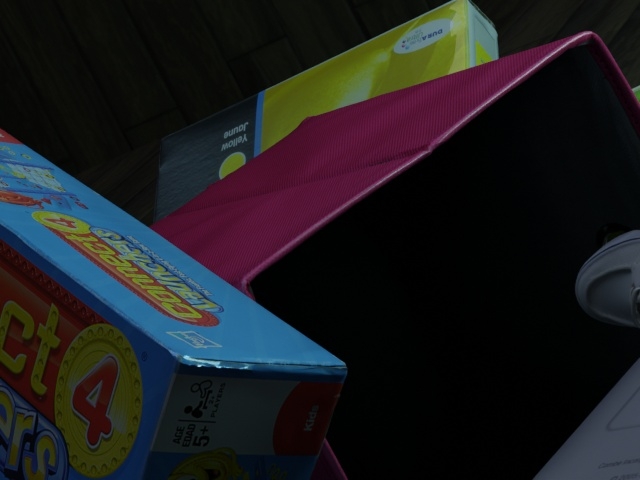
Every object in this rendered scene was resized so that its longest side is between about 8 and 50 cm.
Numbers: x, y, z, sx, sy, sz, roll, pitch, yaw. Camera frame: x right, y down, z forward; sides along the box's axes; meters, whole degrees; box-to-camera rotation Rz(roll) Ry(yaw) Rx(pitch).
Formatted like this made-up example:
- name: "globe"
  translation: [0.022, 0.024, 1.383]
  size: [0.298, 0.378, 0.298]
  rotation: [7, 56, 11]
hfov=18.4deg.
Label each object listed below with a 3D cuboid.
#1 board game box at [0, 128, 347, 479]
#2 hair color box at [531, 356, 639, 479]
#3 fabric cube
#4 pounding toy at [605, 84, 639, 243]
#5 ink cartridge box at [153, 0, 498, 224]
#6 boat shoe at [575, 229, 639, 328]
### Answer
- name: "board game box"
  translation: [-0.152, 0.129, 0.883]
  size: [0.086, 0.302, 0.308]
  rotation: [6, 17, -41]
- name: "hair color box"
  translation: [0.229, 0.035, 0.696]
  size: [0.174, 0.105, 0.347]
  rotation: [-15, 20, 48]
- name: "fabric cube"
  translation: [0.038, 0.077, 1.020]
  size: [0.259, 0.254, 0.258]
  rotation: [-36, 13, -32]
- name: "pounding toy"
  translation: [0.220, -0.014, 1.307]
  size: [0.237, 0.110, 0.183]
  rotation: [8, -52, -43]
- name: "ink cartridge box"
  translation: [0.000, 0.000, 1.480]
  size: [0.304, 0.072, 0.307]
  rotation: [-22, 46, 27]
- name: "boat shoe"
  translation: [0.123, 0.017, 0.689]
  size: [0.100, 0.035, 0.035]
  rotation: [-8, 23, 48]
